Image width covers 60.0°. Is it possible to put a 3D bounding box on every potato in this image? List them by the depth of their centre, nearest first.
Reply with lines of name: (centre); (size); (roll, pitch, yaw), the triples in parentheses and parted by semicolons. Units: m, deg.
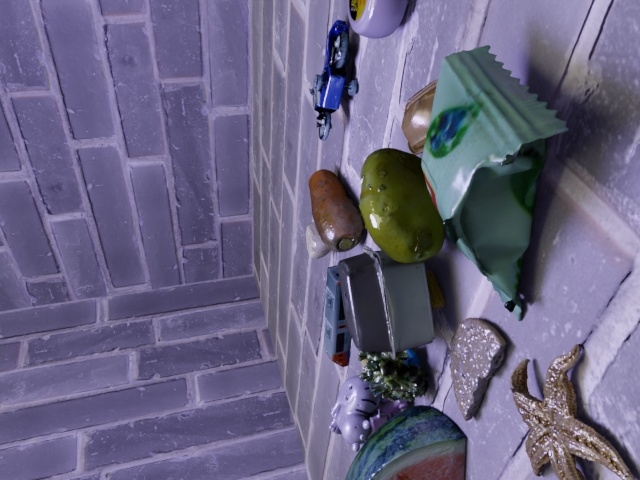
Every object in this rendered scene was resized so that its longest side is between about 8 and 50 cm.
potato: (0.160, -0.076, 1.087); (0.149, 0.186, 0.253); (-32, 63, 25)

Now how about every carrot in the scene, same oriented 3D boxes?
carrot: (0.033, -0.094, 1.661); (0.301, 0.139, 0.138); (-114, 22, -47)

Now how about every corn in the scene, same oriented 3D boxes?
corn: (0.237, 0.105, 1.175); (0.037, 0.037, 0.092); (105, 154, -56)

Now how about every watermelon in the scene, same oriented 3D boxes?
watermelon: (0.208, 0.528, 1.228); (0.292, 0.283, 0.250); (43, 162, 27)

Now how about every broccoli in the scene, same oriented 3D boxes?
broccoli: (0.165, 0.298, 1.281); (0.160, 0.155, 0.167); (71, -179, -77)

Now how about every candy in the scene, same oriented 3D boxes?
candy: (0.255, -0.069, 0.857); (0.397, 0.172, 0.262); (68, -170, -47)

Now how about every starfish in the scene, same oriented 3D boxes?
starfish: (0.357, 0.283, 0.813); (0.235, 0.062, 0.277); (-129, 38, -53)

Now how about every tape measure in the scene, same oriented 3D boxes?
tape measure: (0.124, -0.519, 1.164); (0.196, 0.105, 0.178); (-128, 40, -60)

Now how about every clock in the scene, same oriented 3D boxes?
clock: (0.098, 0.429, 1.397); (0.117, 0.080, 0.176); (21, 88, 60)

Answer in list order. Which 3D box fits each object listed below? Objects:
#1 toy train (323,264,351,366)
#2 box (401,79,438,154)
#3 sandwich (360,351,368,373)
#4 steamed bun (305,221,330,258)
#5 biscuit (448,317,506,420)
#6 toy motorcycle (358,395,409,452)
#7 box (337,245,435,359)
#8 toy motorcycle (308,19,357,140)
toy train: (0.057, 0.265, 1.847); (0.086, 0.089, 0.409); (-124, 30, -49)
box: (0.204, -0.219, 1.001); (0.177, 0.111, 0.111); (162, 100, -75)
sandwich: (0.143, 0.301, 1.600); (0.193, 0.058, 0.162); (99, 160, -52)
steamed bun: (0.000, 0.000, 1.905); (0.129, 0.091, 0.112); (-109, 22, -45)
biscuit: (0.286, 0.229, 1.063); (0.133, 0.032, 0.249); (-111, 19, -44)
toy motorcycle: (0.153, 0.476, 1.518); (0.188, 0.143, 0.327); (64, 143, 29)
box: (0.136, 0.124, 1.220); (0.290, 0.166, 0.220); (-128, 30, -86)
toy motorcycle: (0.029, -0.443, 1.545); (0.168, 0.113, 0.315); (-102, 21, -53)
